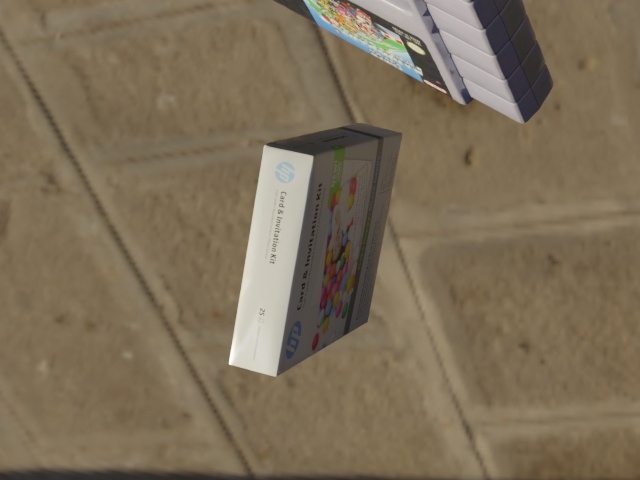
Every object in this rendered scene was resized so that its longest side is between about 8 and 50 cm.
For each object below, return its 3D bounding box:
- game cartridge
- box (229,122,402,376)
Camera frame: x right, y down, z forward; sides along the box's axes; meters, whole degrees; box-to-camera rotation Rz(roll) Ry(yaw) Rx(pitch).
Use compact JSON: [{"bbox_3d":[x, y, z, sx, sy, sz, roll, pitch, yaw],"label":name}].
[{"bbox_3d":[0.013,-0.229,1.282,0.355,0.068,0.230,33,166,30],"label":"game cartridge"},{"bbox_3d":[0.000,0.000,1.082,0.038,0.186,0.145,14,102,19],"label":"box"}]
